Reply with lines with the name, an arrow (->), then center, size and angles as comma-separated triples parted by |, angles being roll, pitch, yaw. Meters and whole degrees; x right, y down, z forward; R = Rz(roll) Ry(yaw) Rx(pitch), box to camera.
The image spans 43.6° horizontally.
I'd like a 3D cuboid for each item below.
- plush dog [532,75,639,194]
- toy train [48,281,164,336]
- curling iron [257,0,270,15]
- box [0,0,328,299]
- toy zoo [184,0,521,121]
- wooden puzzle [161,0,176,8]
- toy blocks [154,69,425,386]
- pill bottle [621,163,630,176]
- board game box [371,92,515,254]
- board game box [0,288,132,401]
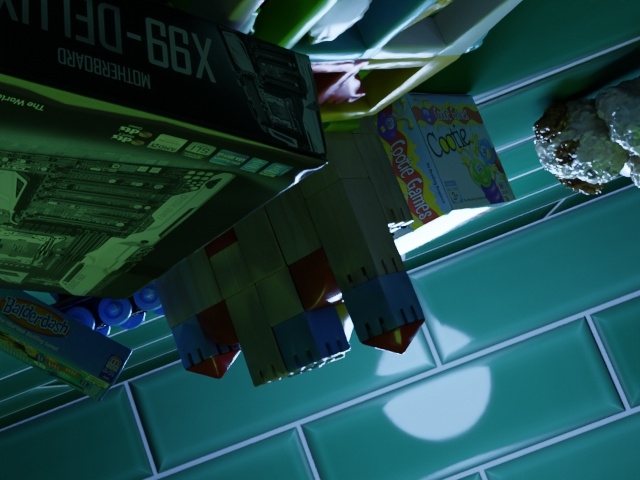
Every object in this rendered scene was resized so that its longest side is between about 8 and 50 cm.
plush dog -> 0.425, -0.159, 1.167 | 0.225, 0.211, 0.262 | -11, 148, 29
toy train -> -0.261, 0.061, 1.016 | 0.184, 0.105, 0.080 | -22, 167, 2
curling iron -> -0.094, -0.122, 0.589 | 0.068, 0.035, 0.274 | -12, 166, -48
box -> -0.191, -0.052, 0.435 | 0.307, 0.077, 0.242 | 10, 151, -40
toy zoo -> 0.023, -0.139, 0.564 | 0.293, 0.030, 0.192 | -14, 167, -42
wooden puzzle -> -0.143, -0.130, 0.516 | 0.116, 0.014, 0.078 | -20, 170, -4
toy blocks -> -0.042, 0.027, 0.838 | 0.381, 0.261, 0.190 | -28, 168, 36
pill bottle -> 0.581, -0.179, 1.441 | 0.193, 0.108, 0.108 | -22, 170, 4
board game box -> 0.069, -0.052, 0.983 | 0.144, 0.142, 0.275 | -10, 165, -48
board game box -> -0.328, 0.109, 0.918 | 0.047, 0.210, 0.160 | -64, -169, -25
